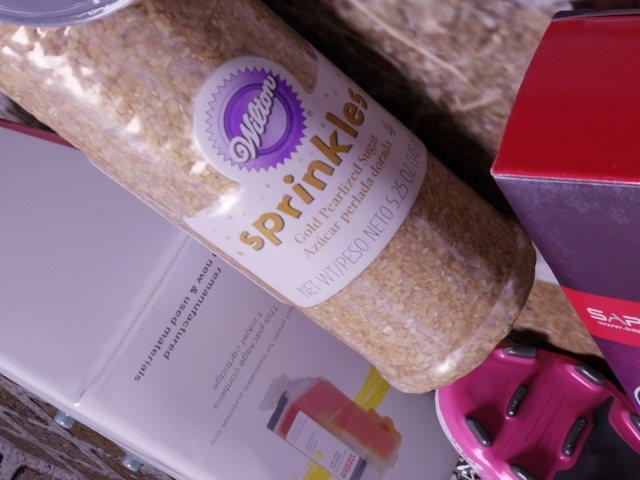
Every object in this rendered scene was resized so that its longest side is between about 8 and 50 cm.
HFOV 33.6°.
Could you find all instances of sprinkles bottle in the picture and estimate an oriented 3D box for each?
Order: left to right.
[{"bbox_3d":[-0.047,-0.061,0.543,0.355,0.121,0.121,38,155,-22],"label":"sprinkles bottle"}]

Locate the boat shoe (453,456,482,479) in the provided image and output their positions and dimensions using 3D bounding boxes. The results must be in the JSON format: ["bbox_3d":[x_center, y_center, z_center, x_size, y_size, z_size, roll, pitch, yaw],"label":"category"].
[{"bbox_3d":[0.135,0.209,1.001,0.125,0.038,0.046,12,152,33],"label":"boat shoe"}]

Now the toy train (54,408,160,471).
[{"bbox_3d":[-0.190,0.193,1.218,0.334,0.142,0.190,35,166,-14],"label":"toy train"}]

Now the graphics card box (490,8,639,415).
[{"bbox_3d":[0.254,0.053,0.478,0.233,0.094,0.371,7,150,39],"label":"graphics card box"}]

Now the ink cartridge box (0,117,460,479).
[{"bbox_3d":[-0.098,0.094,0.811,0.279,0.160,0.384,16,159,41],"label":"ink cartridge box"}]

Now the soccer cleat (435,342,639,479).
[{"bbox_3d":[0.225,0.184,0.751,0.331,0.116,0.143,25,156,6],"label":"soccer cleat"}]

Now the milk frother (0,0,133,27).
[{"bbox_3d":[-0.080,-0.169,0.335,0.129,0.134,0.143,-10,151,8],"label":"milk frother"}]
